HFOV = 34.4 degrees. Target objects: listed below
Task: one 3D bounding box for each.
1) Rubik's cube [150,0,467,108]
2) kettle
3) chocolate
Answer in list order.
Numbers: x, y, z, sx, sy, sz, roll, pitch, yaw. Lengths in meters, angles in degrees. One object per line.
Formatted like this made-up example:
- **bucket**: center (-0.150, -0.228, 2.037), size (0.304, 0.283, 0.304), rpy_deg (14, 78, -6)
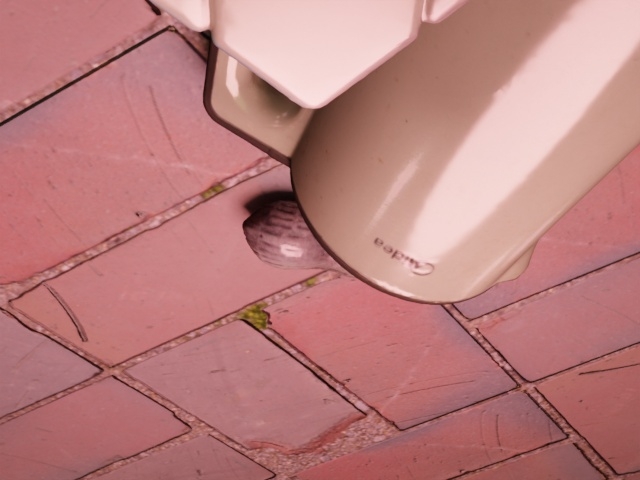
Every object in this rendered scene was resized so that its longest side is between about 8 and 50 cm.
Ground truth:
- **Rubik's cube**: center (-0.011, -0.316, 0.474), size (0.319, 0.316, 0.322), rpy_deg (-34, 136, 29)
- **kettle**: center (0.092, -0.159, 0.784), size (0.361, 0.250, 0.376), rpy_deg (25, 137, -7)
- **chocolate**: center (0.000, 0.000, 1.072), size (0.167, 0.072, 0.072), rpy_deg (11, 138, -23)
